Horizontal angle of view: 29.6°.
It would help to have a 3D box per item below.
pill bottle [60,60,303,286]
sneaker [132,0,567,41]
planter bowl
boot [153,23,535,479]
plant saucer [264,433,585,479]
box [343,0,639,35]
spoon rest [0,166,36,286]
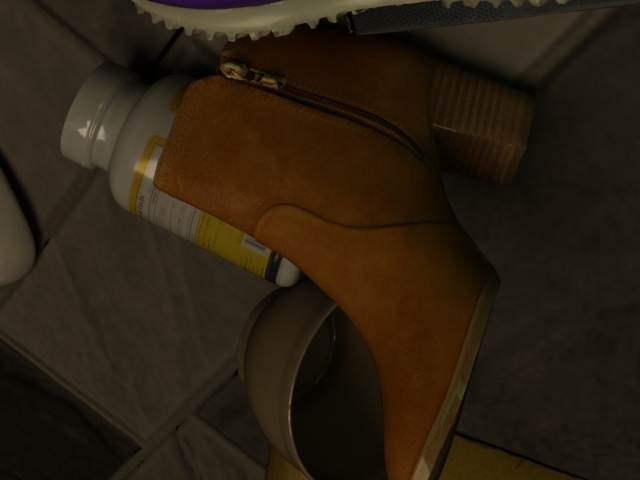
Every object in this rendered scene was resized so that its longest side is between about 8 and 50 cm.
[{"bbox_3d":[-0.078,-0.051,0.828,0.184,0.103,0.103,27,132,5],"label":"pill bottle"},{"bbox_3d":[0.021,-0.192,0.606,0.293,0.102,0.146,-2,121,22],"label":"sneaker"},{"bbox_3d":[0.007,0.090,0.876,0.109,0.162,0.162,18,136,47],"label":"planter bowl"},{"bbox_3d":[0.000,-0.001,0.713,0.211,0.295,0.104,13,149,5],"label":"boot"},{"bbox_3d":[0.088,0.304,1.039,0.332,0.081,0.333,19,131,10],"label":"plant saucer"},{"bbox_3d":[0.103,-0.213,0.648,0.232,0.059,0.183,-1,125,26],"label":"box"},{"bbox_3d":[-0.303,-0.060,0.958,0.137,0.084,0.276,15,143,16],"label":"spoon rest"}]
